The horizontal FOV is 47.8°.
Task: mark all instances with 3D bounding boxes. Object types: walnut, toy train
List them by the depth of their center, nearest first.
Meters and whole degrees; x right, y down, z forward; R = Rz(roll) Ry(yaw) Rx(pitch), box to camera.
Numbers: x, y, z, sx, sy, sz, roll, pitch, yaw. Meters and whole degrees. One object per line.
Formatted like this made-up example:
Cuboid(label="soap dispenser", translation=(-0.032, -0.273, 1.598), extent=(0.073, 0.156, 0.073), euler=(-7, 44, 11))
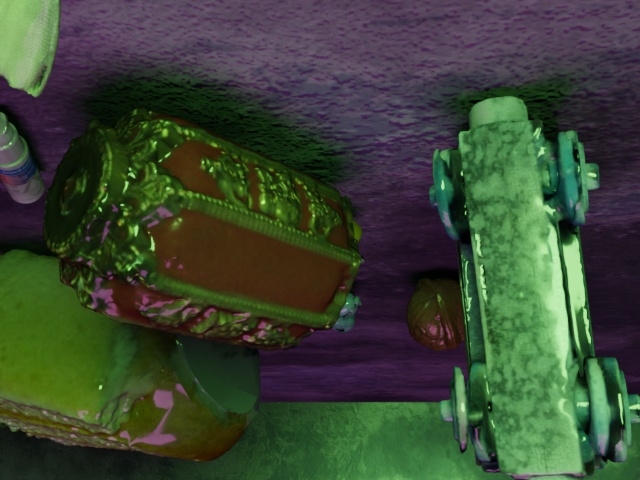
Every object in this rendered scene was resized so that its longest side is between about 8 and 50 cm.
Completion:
Cuboid(label="toy train", translation=(0.165, 0.050, 0.568), extent=(0.131, 0.300, 0.202), euler=(-6, 169, 17))
Cuboid(label="walnut", translation=(0.167, 0.100, 1.013), extent=(0.105, 0.105, 0.124), euler=(-2, 146, 8))

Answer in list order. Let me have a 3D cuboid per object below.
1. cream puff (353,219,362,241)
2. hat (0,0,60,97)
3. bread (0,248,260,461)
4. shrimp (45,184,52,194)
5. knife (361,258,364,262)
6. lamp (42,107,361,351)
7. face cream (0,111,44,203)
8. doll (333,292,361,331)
Cuboid(label="cream puff", translation=(0.000, 0.000, 0.769), extent=(0.083, 0.058, 0.083), euler=(0, -176, 28))
Cuboid(label="hat", translation=(-0.237, -0.160, 0.307), extent=(0.226, 0.164, 0.219), euler=(36, -170, 36))
Cuboid(label="bread", translation=(-0.250, 0.153, 0.954), extent=(0.263, 0.240, 0.395), euler=(-4, 158, 29))
Cuboid(label="shrimp", translation=(-0.166, -0.007, 0.771), extent=(0.145, 0.059, 0.254), euler=(-8, 160, 17))
Cuboid(label="knife", translation=(0.021, 0.018, 0.907), extent=(0.027, 0.010, 0.096), euler=(-12, 157, 32))
Cuboid(label="lamp", translation=(-0.088, 0.000, 0.608), extent=(0.177, 0.177, 0.273), euler=(-15, 155, 40))
Cuboid(label="face cream", translation=(-0.267, -0.071, 0.625), extent=(0.034, 0.034, 0.130), euler=(4, 160, -10))
Cuboid(label="doll", translation=(-0.018, 0.099, 1.075), extent=(0.158, 0.059, 0.159), euler=(18, 154, -36))
